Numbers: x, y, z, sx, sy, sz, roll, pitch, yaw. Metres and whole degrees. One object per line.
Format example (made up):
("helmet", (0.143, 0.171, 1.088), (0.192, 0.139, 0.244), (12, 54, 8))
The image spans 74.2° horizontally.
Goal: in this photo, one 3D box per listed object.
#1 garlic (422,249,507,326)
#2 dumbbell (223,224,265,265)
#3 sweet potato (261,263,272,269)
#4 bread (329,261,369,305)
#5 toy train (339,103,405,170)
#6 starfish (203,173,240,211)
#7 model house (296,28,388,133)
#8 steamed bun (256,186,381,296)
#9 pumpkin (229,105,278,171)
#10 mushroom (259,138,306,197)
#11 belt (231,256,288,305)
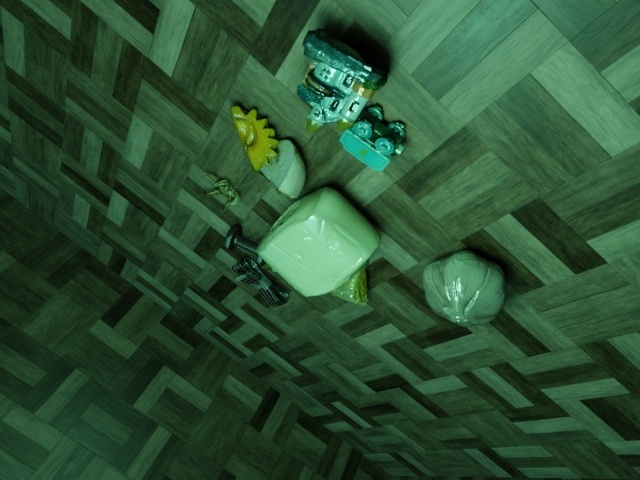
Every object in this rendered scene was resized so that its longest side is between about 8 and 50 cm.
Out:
("garlic", (0.539, 0.189, 1.566), (0.318, 0.259, 0.317), (22, 140, 20))
("dumbbell", (-0.349, 0.024, 2.065), (0.226, 0.124, 0.140), (24, 115, 9))
("sweet potato", (-0.196, 0.103, 2.103), (0.274, 0.075, 0.075), (-12, 124, 38))
("bread", (0.108, 0.188, 1.926), (0.204, 0.163, 0.261), (14, 124, 37))
("toy train", (0.170, -0.331, 1.380), (0.203, 0.112, 0.163), (37, 146, -3))
("starfish", (-0.459, -0.226, 1.926), (0.146, 0.074, 0.189), (-15, 122, 41))
("model house", (0.028, -0.432, 1.254), (0.253, 0.184, 0.291), (31, 123, 0))
("steamed bun", (0.000, 0.000, 1.698), (0.371, 0.289, 0.456), (43, 132, -17))
("pumpkin", (-0.238, -0.387, 1.606), (0.149, 0.131, 0.253), (167, 80, -83))
("mushroom", (-0.115, -0.279, 1.625), (0.162, 0.173, 0.236), (25, -164, -46))
("belt", (-0.319, 0.231, 2.285), (0.094, 0.126, 0.359), (-28, 119, 36))
